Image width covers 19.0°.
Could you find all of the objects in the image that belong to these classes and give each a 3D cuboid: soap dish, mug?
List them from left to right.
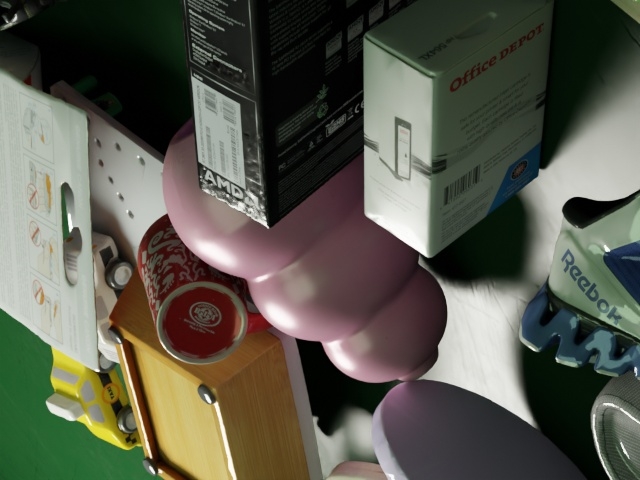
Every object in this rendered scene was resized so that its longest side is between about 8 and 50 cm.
[{"bbox_3d":[-0.108,0.046,1.942,0.169,0.150,0.113,-108,12,-67],"label":"mug"},{"bbox_3d":[-0.118,0.184,2.140,0.229,0.118,0.291,29,143,38],"label":"soap dish"}]

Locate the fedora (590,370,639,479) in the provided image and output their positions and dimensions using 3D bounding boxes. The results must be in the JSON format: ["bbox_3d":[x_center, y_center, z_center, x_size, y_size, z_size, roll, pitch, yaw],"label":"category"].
[{"bbox_3d":[0.337,0.180,1.633,0.275,0.124,0.244,36,146,26],"label":"fedora"}]

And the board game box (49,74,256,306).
[{"bbox_3d":[-0.154,0.040,2.217,0.390,0.050,0.390,36,146,31],"label":"board game box"}]

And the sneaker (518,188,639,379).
[{"bbox_3d":[0.309,0.028,1.493,0.315,0.127,0.182,14,111,25],"label":"sneaker"}]

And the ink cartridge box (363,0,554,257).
[{"bbox_3d":[0.114,-0.111,1.613,0.086,0.148,0.203,34,144,32],"label":"ink cartridge box"}]

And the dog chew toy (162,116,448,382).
[{"bbox_3d":[0.000,0.000,1.849,0.332,0.206,0.206,51,151,-14],"label":"dog chew toy"}]

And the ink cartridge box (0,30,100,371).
[{"bbox_3d":[-0.323,-0.059,2.195,0.385,0.091,0.308,26,124,49],"label":"ink cartridge box"}]

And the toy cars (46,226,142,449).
[{"bbox_3d":[-0.284,0.140,2.371,0.176,0.087,0.394,45,149,17],"label":"toy cars"}]

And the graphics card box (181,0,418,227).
[{"bbox_3d":[-0.008,-0.217,1.586,0.094,0.233,0.371,28,143,29],"label":"graphics card box"}]

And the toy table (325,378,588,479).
[{"bbox_3d":[0.142,0.280,1.910,0.274,0.252,0.161,46,135,12],"label":"toy table"}]

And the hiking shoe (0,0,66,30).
[{"bbox_3d":[-0.376,-0.281,2.137,0.227,0.114,0.086,7,126,51],"label":"hiking shoe"}]

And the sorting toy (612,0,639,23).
[{"bbox_3d":[0.269,-0.213,1.406,0.208,0.038,0.193,39,147,21],"label":"sorting toy"}]

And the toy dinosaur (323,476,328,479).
[{"bbox_3d":[-0.019,0.370,2.313,0.160,0.121,0.313,13,157,3],"label":"toy dinosaur"}]
